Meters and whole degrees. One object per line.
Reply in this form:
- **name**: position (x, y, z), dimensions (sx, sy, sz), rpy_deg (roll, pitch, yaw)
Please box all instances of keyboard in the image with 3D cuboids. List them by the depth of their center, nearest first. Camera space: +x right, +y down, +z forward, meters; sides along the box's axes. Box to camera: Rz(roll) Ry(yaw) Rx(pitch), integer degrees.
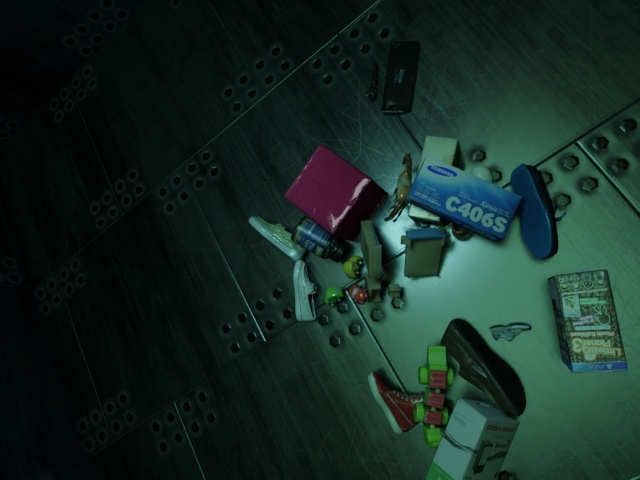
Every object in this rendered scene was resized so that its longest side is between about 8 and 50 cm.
- **keyboard**: position (0.296, -0.680, 1.824), dimensions (0.202, 0.033, 0.316), rpy_deg (8, 85, 17)

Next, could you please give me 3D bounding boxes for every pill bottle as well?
- **pill bottle**: position (0.000, 0.000, 1.790), dimensions (0.219, 0.123, 0.122), rpy_deg (29, 95, 8)

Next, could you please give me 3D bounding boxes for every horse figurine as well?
- **horse figurine**: position (0.301, -0.182, 1.637), dimensions (0.066, 0.174, 0.263), rpy_deg (20, 52, -4)

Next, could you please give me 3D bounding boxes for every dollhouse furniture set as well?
- **dollhouse furniture set**: position (0.320, 0.059, 1.688), dimensions (0.304, 0.198, 0.286), rpy_deg (-4, 121, -1)

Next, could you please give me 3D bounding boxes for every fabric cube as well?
- **fabric cube**: position (0.067, -0.180, 1.729), dimensions (0.258, 0.254, 0.259), rpy_deg (38, 97, 23)

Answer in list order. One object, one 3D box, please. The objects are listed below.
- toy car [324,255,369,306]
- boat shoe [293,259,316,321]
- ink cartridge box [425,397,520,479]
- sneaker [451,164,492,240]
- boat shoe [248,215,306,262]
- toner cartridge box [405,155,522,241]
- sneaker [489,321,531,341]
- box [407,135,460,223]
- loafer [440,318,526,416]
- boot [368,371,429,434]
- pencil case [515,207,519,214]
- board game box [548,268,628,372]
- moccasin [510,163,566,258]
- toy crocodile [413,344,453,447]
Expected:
- **toy car**: position (0.085, 0.189, 1.740), dimensions (0.225, 0.053, 0.239), rpy_deg (-41, 35, 30)
- **boat shoe**: position (-0.057, 0.209, 1.825), dimensions (0.084, 0.095, 0.257), rpy_deg (-4, 92, 18)
- **ink cartridge box**: position (0.502, 0.688, 1.438), dimensions (0.122, 0.211, 0.289), rpy_deg (24, 93, 55)
- **sneaker**: position (0.553, -0.144, 1.593), dimensions (0.106, 0.123, 0.289), rpy_deg (16, 88, 26)
- **boat shoe**: position (-0.182, -0.022, 1.907), dimensions (0.302, 0.109, 0.094), rpy_deg (37, 82, 14)
- **toner cartridge box**: position (0.488, -0.143, 1.507), dimensions (0.348, 0.075, 0.165), rpy_deg (24, 82, 5)
- **sneaker**: position (0.666, 0.320, 1.526), dimensions (0.135, 0.052, 0.058), rpy_deg (-14, 87, 28)
- **box**: position (0.430, -0.220, 1.643), dimensions (0.121, 0.148, 0.310), rpy_deg (13, 89, 23)
- **loafer**: position (0.558, 0.447, 1.523), dimensions (0.365, 0.134, 0.130), rpy_deg (57, 132, 28)
- **boot**: position (0.301, 0.571, 1.622), dimensions (0.176, 0.088, 0.244), rpy_deg (-35, 79, 14)
- **pencil case**: position (0.641, -0.072, 1.576), dimensions (0.070, 0.064, 0.151), rpy_deg (38, 98, 7)
- **board game box**: position (0.822, 0.247, 1.365), dimensions (0.141, 0.232, 0.290), rpy_deg (-9, 80, 21)
- **moccasin**: position (0.759, -0.107, 1.488), dimensions (0.138, 0.117, 0.341), rpy_deg (148, 121, -63)
- **toy crocodile**: position (0.396, 0.536, 1.515), dimensions (0.115, 0.105, 0.340), rpy_deg (8, 83, 3)
